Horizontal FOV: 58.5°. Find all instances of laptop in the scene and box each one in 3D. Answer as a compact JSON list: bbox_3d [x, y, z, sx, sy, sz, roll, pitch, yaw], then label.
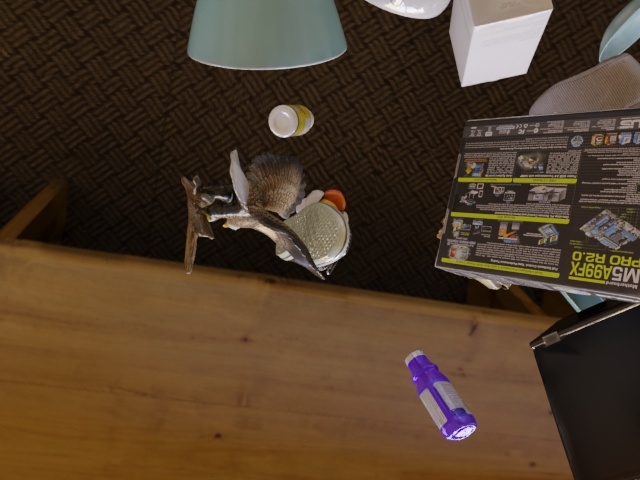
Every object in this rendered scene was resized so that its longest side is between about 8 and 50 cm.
[{"bbox_3d":[0.608,0.205,1.009,0.381,0.407,0.237,-32,75,29],"label":"laptop"}]

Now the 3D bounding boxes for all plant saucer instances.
[{"bbox_3d":[0.670,-0.473,1.232,0.195,0.195,0.037,-41,72,7],"label":"plant saucer"},{"bbox_3d":[0.610,0.145,1.287,0.067,0.018,0.192,-41,106,10],"label":"plant saucer"}]

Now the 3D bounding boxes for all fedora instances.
[{"bbox_3d":[0.433,-0.208,0.900,0.243,0.275,0.124,-27,90,-7],"label":"fedora"}]

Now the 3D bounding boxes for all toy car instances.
[{"bbox_3d":[0.019,-0.110,1.952,0.159,0.182,0.136,42,58,-10],"label":"toy car"}]

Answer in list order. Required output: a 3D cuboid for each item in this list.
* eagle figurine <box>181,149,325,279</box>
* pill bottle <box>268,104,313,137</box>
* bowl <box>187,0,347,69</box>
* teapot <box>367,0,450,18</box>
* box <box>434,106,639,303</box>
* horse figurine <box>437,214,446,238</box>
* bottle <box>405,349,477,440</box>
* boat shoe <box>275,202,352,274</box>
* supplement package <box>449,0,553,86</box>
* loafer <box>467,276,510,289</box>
[{"bbox_3d":[-0.113,-0.053,1.092,0.298,0.225,0.227,6,104,-30],"label":"eagle figurine"},{"bbox_3d":[-0.090,-0.398,1.894,0.103,0.184,0.103,5,105,20],"label":"pill bottle"},{"bbox_3d":[-0.104,-0.443,1.076,0.311,0.312,0.163,-4,123,-5],"label":"bowl"},{"bbox_3d":[0.169,-0.564,1.105,0.252,0.256,0.187,-21,147,-38],"label":"teapot"},{"bbox_3d":[0.289,-0.048,0.717,0.060,0.270,0.217,17,83,-42],"label":"box"},{"bbox_3d":[0.469,-0.037,1.750,0.066,0.263,0.175,23,104,-45],"label":"horse figurine"},{"bbox_3d":[0.352,0.460,1.725,0.118,0.283,0.092,18,119,-42],"label":"bottle"},{"bbox_3d":[0.000,0.000,1.690,0.155,0.500,0.187,15,82,-17],"label":"boat shoe"},{"bbox_3d":[0.425,-0.534,1.395,0.177,0.293,0.176,-11,77,5],"label":"supplement package"},{"bbox_3d":[0.413,0.092,1.379,0.147,0.056,0.050,6,88,-26],"label":"loafer"}]
